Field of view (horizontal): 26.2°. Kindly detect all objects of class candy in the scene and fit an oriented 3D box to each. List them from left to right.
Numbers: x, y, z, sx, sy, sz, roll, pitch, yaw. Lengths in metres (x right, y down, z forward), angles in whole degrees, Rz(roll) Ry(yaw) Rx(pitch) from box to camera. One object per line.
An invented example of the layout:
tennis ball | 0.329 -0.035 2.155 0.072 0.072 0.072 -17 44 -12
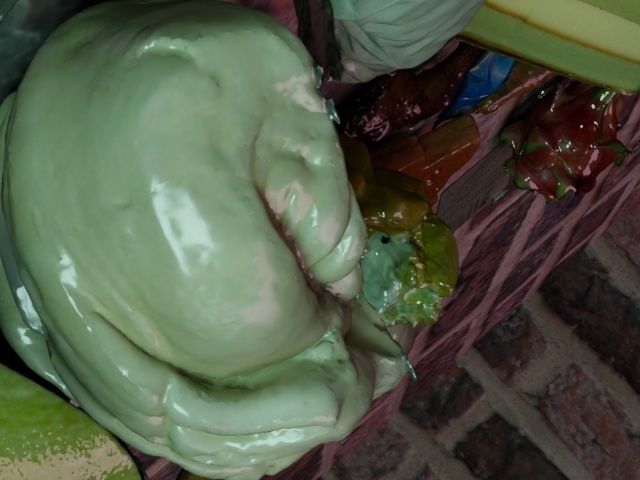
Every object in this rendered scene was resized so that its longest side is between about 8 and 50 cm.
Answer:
candy | 0.171 -0.168 1.400 0.136 0.038 0.088 -42 173 -22

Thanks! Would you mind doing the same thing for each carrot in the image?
carrot | 0.259 -0.213 1.483 0.248 0.059 0.059 -38 166 -2

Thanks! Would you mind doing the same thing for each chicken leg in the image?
chicken leg | 0.085 -0.137 1.247 0.205 0.053 0.093 -35 150 -43

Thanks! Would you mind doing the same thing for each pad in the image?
pad | 0.216 -0.066 1.899 0.159 0.009 0.265 -39 166 -11

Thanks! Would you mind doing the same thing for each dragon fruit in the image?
dragon fruit | 0.326 -0.139 1.703 0.236 0.137 0.135 -41 177 33

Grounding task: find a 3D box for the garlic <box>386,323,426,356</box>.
garlic | 0.058 0.087 1.657 0.229 0.143 0.178 -48 166 -15

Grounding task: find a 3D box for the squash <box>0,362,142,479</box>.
squash | -0.242 0.143 0.847 0.237 0.204 0.155 -41 175 33

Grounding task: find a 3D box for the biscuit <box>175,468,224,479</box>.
biscuit | -0.039 0.128 1.350 0.314 0.063 0.367 -60 174 24

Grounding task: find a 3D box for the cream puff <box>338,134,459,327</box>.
cream puff | -0.002 -0.003 1.162 0.221 0.194 0.194 -27 162 -15

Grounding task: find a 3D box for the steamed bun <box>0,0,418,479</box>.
steamed bun | -0.089 0.007 0.789 0.206 0.275 0.320 -24 127 -12

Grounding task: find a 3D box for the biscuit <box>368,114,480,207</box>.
biscuit | 0.025 -0.030 1.388 0.284 0.043 0.306 -42 163 27

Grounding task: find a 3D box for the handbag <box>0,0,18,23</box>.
handbag | -0.151 -0.158 0.458 0.260 0.079 0.247 -46 165 18

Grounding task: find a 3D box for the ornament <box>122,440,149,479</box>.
ornament | -0.246 0.244 1.264 0.177 0.177 0.177 -40 166 -12

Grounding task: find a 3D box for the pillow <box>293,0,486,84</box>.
pillow | 0.083 -0.226 0.771 0.310 0.138 0.283 -46 167 3

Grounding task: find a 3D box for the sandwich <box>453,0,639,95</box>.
sandwich | 0.175 -0.182 1.081 0.144 0.187 0.117 -38 166 -42

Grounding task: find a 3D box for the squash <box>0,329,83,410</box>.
squash | -0.222 0.124 0.963 0.193 0.156 0.193 23 90 -81
